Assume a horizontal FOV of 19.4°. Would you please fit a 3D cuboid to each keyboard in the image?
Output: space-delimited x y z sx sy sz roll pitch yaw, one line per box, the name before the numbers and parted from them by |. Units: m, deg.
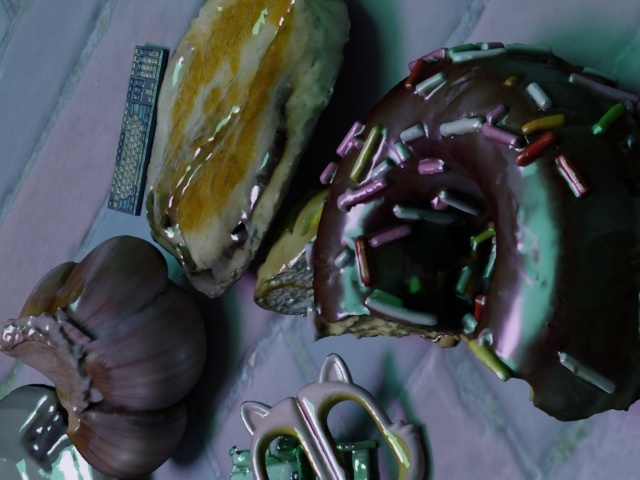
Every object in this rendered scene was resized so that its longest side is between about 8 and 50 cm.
keyboard | -0.192 -0.116 1.965 0.055 0.014 0.176 15 96 51

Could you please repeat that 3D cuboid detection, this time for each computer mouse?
computer mouse | -0.334 0.341 1.958 0.228 0.145 0.429 46 112 30

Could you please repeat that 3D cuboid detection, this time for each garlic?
garlic | -0.181 0.105 1.784 0.160 0.191 0.214 -35 94 35

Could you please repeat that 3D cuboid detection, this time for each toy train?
toy train | -0.022 0.213 1.613 0.149 0.081 0.099 -29 61 55

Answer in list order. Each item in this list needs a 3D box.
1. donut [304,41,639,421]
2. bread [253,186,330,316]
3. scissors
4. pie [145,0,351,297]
donut | 0.125 -0.021 1.405 0.345 0.136 0.259 16 100 53
bread | 0.000 0.000 1.627 0.157 0.083 0.094 -24 52 51
scissors | 0.038 0.248 1.515 0.160 0.024 0.317 -29 68 6
pie | -0.074 -0.104 1.722 0.339 0.077 0.339 -46 36 48
